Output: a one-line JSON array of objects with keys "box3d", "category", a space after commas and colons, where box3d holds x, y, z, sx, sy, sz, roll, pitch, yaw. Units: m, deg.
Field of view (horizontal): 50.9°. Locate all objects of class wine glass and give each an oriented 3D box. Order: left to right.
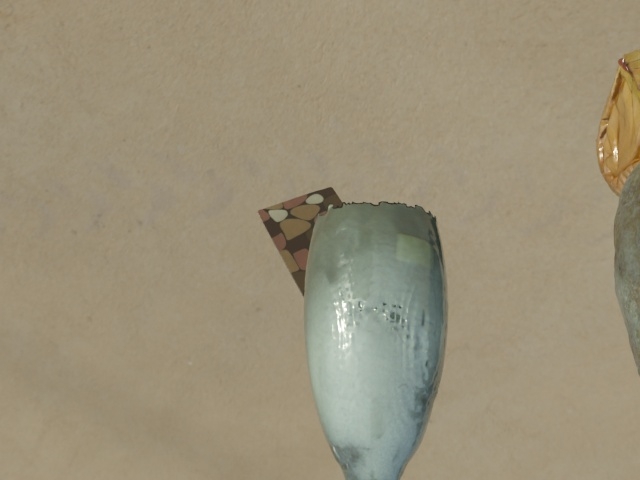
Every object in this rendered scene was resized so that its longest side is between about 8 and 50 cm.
[{"box3d": [0.084, 0.111, 0.336, 0.096, 0.309, 0.264, 20, 154, -35], "category": "wine glass"}]

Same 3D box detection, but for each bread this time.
[{"box3d": [0.477, -0.144, 0.927, 0.149, 0.274, 0.274, -5, 125, 9], "category": "bread"}]

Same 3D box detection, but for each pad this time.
[{"box3d": [0.000, 0.000, 1.212, 0.158, 0.235, 0.003, -20, 142, -15], "category": "pad"}]

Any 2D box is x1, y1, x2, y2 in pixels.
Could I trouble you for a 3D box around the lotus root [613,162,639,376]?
[{"box3d": [0.291, 0.058, 0.450, 0.175, 0.349, 0.175, 6, 140, 5], "category": "lotus root"}]
